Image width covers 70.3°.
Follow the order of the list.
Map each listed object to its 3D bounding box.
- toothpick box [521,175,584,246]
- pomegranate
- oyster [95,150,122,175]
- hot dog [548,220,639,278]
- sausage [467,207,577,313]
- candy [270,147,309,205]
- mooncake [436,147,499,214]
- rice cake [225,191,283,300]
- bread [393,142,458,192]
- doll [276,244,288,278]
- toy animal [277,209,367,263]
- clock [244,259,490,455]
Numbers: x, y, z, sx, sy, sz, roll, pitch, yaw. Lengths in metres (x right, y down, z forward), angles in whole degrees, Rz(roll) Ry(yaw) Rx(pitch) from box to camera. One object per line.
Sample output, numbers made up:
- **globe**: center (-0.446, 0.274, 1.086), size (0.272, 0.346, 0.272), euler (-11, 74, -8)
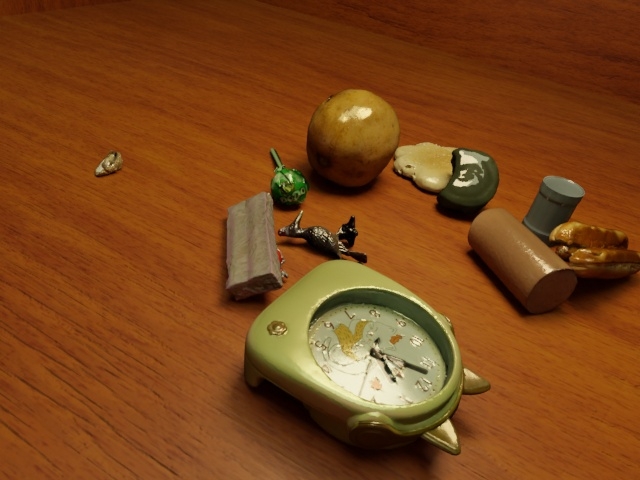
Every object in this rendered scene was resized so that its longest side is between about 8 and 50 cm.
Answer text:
- **toothpick box**: center (0.583, -0.073, 1.152), size (0.101, 0.153, 0.101), euler (7, 37, -5)
- **pomegranate**: center (0.086, -0.269, 1.215), size (0.260, 0.260, 0.260), euler (6, 37, -5)
- **oyster**: center (-0.539, -0.190, 1.158), size (0.081, 0.038, 0.083), euler (27, 65, 36)
- **hot dog**: center (0.635, 0.033, 1.046), size (0.337, 0.100, 0.135), euler (3, 48, -38)
- **sausage**: center (0.430, 0.032, 1.008), size (0.123, 0.123, 0.253), euler (-5, 38, -19)
- **candy**: center (-0.106, -0.188, 1.223), size (0.097, 0.097, 0.323), euler (-2, 30, -15)
- **mooncake**: center (0.384, -0.156, 1.216), size (0.175, 0.104, 0.168), euler (-37, 84, -6)
- **rice cake**: center (-0.143, 0.001, 0.940), size (0.106, 0.050, 0.298), euler (-24, 38, 9)
- **bread**: center (0.375, -0.222, 1.384), size (0.316, 0.054, 0.316), euler (7, 36, -5)
- **doll**: center (-0.096, 0.046, 0.936), size (0.057, 0.039, 0.114), euler (-15, 45, 12)
- **toy animal**: center (0.006, -0.007, 1.007), size (0.202, 0.070, 0.105), euler (11, 56, -5)
- **clock**: center (0.079, 0.190, 0.724), size (0.348, 0.117, 0.286), euler (30, 41, 23)
